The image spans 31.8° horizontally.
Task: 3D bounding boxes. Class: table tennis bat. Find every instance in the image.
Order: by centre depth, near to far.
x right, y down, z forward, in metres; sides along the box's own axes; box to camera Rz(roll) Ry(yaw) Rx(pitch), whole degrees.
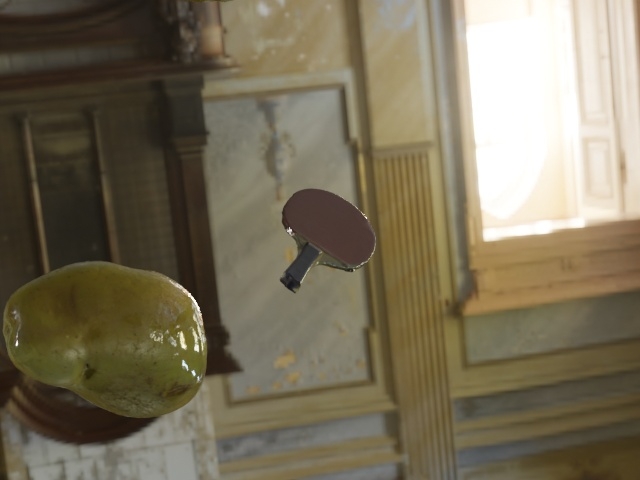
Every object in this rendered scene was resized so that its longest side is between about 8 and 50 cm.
[{"bbox_3d":[0.000,0.000,0.547,0.050,0.007,0.083,35,-145,1],"label":"table tennis bat"}]

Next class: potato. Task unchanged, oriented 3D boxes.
[{"bbox_3d":[-0.211,0.095,1.093,0.194,0.157,0.157,6,-179,-29],"label":"potato"}]

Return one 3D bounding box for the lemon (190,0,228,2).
[{"bbox_3d":[-0.035,-0.181,0.298,0.204,0.260,0.204,-3,154,-1],"label":"lemon"}]
